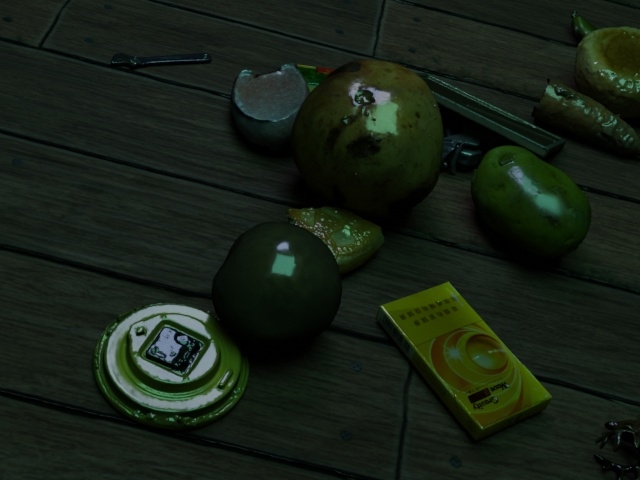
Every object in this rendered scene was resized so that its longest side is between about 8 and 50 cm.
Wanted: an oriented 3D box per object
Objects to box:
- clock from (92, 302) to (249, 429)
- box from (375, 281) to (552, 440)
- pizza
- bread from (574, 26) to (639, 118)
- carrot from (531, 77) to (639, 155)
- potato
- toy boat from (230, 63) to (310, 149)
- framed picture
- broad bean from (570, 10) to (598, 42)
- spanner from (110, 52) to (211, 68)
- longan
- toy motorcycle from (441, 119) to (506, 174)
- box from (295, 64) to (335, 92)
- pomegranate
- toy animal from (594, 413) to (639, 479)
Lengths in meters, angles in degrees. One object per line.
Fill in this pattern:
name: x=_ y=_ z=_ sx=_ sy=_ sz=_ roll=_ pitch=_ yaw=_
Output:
clock: x=-0.216 y=0.170 z=1.533 sx=0.237 sy=0.057 sz=0.237 roll=9 pitch=44 yaw=-9
box: x=0.224 y=0.185 z=1.654 sx=0.152 sy=0.043 sz=0.269 roll=-17 pitch=52 yaw=-30
pizza: x=0.000 y=0.000 z=1.775 sx=0.161 sy=0.062 sz=0.182 roll=42 pitch=53 yaw=16
bread: x=0.667 y=-0.361 z=2.291 sx=0.244 sy=0.134 sz=0.244 roll=9 pitch=46 yaw=-9
carrot: x=0.571 y=-0.242 z=2.181 sx=0.263 sy=0.102 sz=0.102 roll=29 pitch=44 yaw=6
potato: x=0.380 y=-0.070 z=1.894 sx=0.186 sy=0.148 sz=0.253 roll=8 pitch=39 yaw=-34
toy boat: x=-0.093 y=-0.250 z=1.993 sx=0.155 sy=0.085 sz=0.227 roll=-7 pitch=38 yaw=-3
framed picture: x=0.321 y=-0.257 z=2.082 sx=0.335 sy=0.022 sz=0.247 roll=29 pitch=18 yaw=14
broad bean: x=0.652 y=-0.466 z=2.453 sx=0.070 sy=0.048 sz=0.214 roll=-14 pitch=53 yaw=-29
spanner: x=-0.318 y=-0.363 z=2.085 sx=0.208 sy=0.012 sz=0.046 roll=-8 pitch=47 yaw=-24
longan: x=-0.063 y=0.067 z=1.591 sx=0.198 sy=0.198 sz=0.212 roll=32 pitch=34 yaw=16
toy motorcycle: x=0.307 y=-0.170 z=2.023 sx=0.215 sy=0.080 sz=0.122 roll=23 pitch=42 yaw=4
box: x=0.017 y=-0.261 z=2.062 sx=0.132 sy=0.034 sz=0.235 roll=6 pitch=44 yaw=-9
pomegranate: x=0.090 y=-0.177 z=1.838 sx=0.281 sy=0.281 sz=0.281 roll=8 pitch=43 yaw=-8
toy animal: x=0.561 y=0.291 z=1.617 sx=0.243 sy=0.087 sz=0.260 roll=22 pitch=40 yaw=9
